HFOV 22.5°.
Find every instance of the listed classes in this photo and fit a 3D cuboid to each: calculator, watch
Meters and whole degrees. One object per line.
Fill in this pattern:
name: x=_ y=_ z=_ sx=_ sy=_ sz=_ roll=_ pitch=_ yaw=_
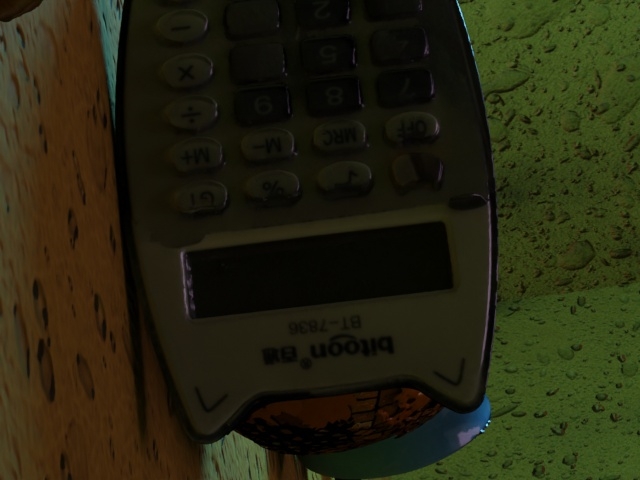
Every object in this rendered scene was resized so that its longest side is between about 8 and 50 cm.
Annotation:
calculator: x=-0.008 y=-0.042 z=0.767 sx=0.040 sy=0.177 sz=0.268 roll=89 pitch=-5 yaw=-80
watch: x=0.056 y=0.109 z=1.342 sx=0.193 sy=0.211 sz=0.211 roll=-136 pitch=-145 yaw=-66

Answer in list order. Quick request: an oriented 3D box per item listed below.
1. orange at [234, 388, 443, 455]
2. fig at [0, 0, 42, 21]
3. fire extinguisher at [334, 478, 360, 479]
orange: x=0.000 y=0.000 z=0.892 sx=0.234 sy=0.182 sz=0.234 roll=-9 pitch=90 yaw=-74
fig: x=-0.103 y=-0.103 z=0.461 sx=0.050 sy=0.050 sz=0.083 roll=-81 pitch=153 yaw=-78
fire extinguisher: x=0.013 y=0.088 z=1.519 sx=0.095 sy=0.114 sz=0.311 roll=5 pitch=71 yaw=-46
